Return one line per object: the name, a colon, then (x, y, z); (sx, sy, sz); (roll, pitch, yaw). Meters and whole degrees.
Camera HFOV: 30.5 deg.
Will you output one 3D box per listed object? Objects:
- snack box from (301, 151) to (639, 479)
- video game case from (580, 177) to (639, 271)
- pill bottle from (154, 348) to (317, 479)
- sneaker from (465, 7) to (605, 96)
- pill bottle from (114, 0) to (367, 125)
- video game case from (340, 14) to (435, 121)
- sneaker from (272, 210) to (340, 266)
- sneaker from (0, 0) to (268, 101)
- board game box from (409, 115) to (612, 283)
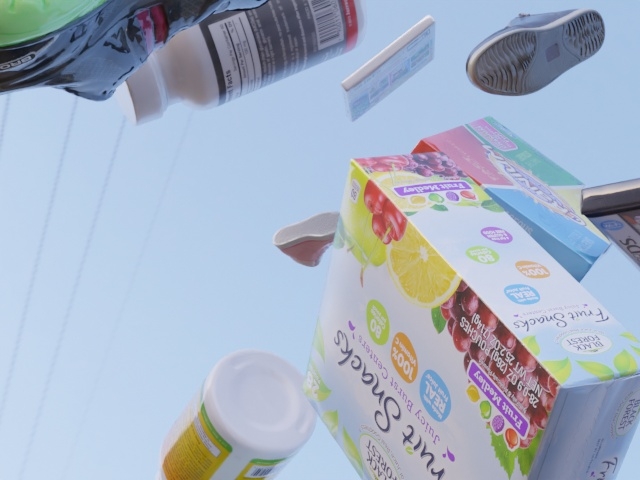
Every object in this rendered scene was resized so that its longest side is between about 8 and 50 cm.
snack box: (0.074, 0.077, 0.645); (0.207, 0.070, 0.174); (53, -39, 46)
video game case: (0.464, -0.012, 1.291); (0.275, 0.035, 0.248); (-11, -31, 35)
pill bottle: (-0.113, 0.247, 1.398); (0.136, 0.136, 0.246); (34, -46, -2)
sneaker: (0.248, -0.238, 1.500); (0.118, 0.222, 0.083); (12, -61, 55)
pill bottle: (-0.134, -0.313, 1.691); (0.210, 0.363, 0.210); (59, -15, 27)
video game case: (0.097, -0.240, 1.656); (0.019, 0.157, 0.143); (51, -4, 12)
sneaker: (0.000, 0.000, 1.790); (0.134, 0.051, 0.070); (-16, -45, 28)
sneaker: (-0.231, -0.269, 1.283); (0.185, 0.483, 0.202); (51, -47, 15)
board game box: (0.247, -0.047, 1.447); (0.242, 0.316, 0.064); (37, -68, 11)
